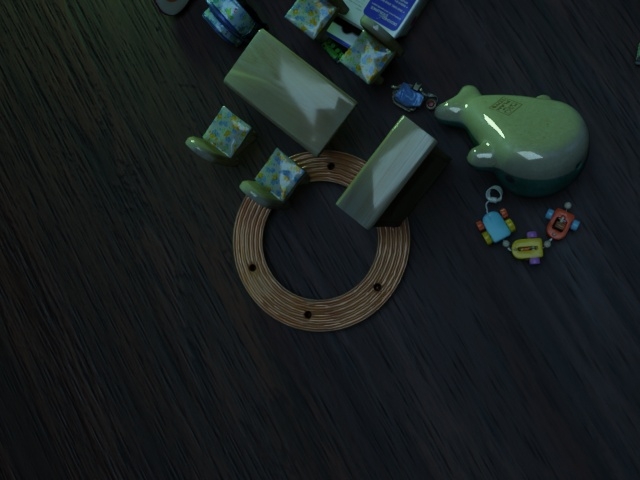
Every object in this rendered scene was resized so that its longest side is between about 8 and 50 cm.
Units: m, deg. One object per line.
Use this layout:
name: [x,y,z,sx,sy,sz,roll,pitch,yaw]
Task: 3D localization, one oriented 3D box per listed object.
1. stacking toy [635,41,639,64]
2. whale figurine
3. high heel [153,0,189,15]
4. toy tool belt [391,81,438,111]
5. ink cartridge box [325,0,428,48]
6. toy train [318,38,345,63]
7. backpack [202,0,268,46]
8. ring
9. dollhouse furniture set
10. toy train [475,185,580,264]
stacking toy: [0.642,-0.388,1.420,0.166,0.052,0.221,12,86,13]
whale figurine: [0.326,-0.171,1.443,0.272,0.141,0.216,32,58,33]
high heel: [-0.300,-0.642,1.672,0.127,0.181,0.378,3,102,-22]
toy tool belt: [0.170,-0.260,1.519,0.083,0.051,0.052,23,91,14]
ink cartridge box: [0.139,-0.513,1.544,0.175,0.069,0.371,34,91,13]
toy train: [0.016,-0.369,1.585,0.023,0.017,0.083,-42,77,17]
backpack: [-0.170,-0.425,1.585,0.084,0.114,0.105,-42,78,7]
ring: [0.000,0.000,1.549,0.336,0.032,0.337,-1,85,13]
dollhouse furniture set: [0.005,-0.202,1.403,0.394,0.256,0.362,39,100,11]
toy train: [0.356,-0.025,1.459,0.166,0.046,0.125,22,84,15]
